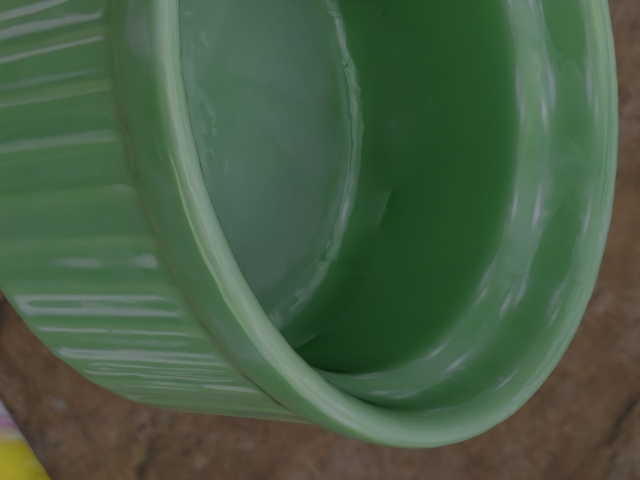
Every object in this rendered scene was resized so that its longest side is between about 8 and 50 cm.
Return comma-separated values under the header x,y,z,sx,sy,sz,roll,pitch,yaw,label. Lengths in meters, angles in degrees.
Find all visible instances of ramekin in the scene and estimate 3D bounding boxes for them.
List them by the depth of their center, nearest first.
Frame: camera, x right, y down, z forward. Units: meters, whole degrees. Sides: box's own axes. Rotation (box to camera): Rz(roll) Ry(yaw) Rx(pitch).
x,y,z,sx,sy,sz,roll,pitch,yaw,label
-0.014,-0.065,0.799,0.303,0.148,0.303,7,81,-51,ramekin

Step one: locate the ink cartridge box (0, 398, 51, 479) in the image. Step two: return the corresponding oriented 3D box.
x,y,z,sx,sy,sz,roll,pitch,yaw,label
-0.118,0.085,0.403,0.131,0.306,0.226,-32,163,-16,ink cartridge box
